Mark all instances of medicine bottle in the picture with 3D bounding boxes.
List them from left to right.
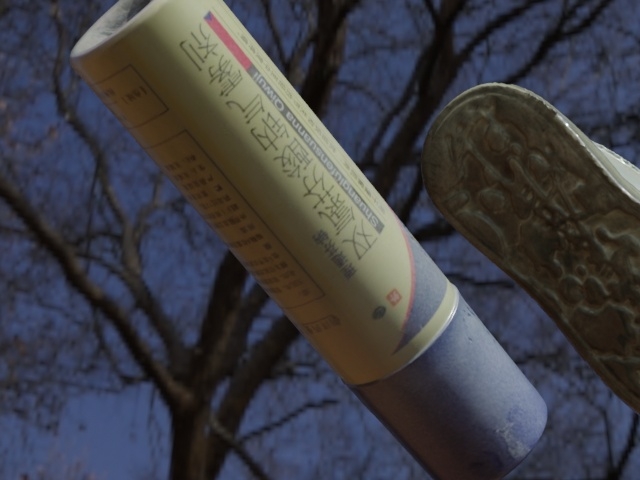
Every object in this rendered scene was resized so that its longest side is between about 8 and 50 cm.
[{"bbox_3d":[0.000,0.000,0.629,0.059,0.059,0.231,-30,-68,27],"label":"medicine bottle"}]

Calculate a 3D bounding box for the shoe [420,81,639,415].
[{"bbox_3d":[0.207,0.023,1.065,0.316,0.159,0.124,43,-81,14],"label":"shoe"}]
